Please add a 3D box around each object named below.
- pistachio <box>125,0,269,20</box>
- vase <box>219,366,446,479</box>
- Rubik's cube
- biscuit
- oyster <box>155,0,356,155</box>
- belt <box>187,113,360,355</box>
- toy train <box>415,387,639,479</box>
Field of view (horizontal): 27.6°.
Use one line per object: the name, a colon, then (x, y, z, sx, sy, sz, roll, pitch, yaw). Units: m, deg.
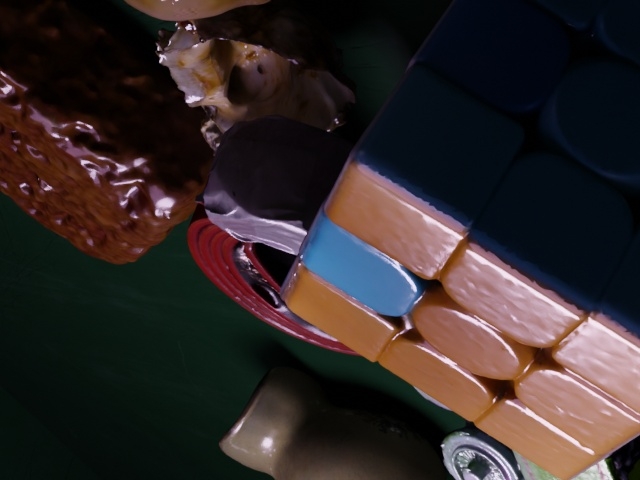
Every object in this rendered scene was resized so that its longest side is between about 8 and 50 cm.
pistachio: (-0.130, -0.304, 1.073, 0.213, 0.162, 0.260, 7, 136, 17)
vase: (0.044, 0.355, 2.001, 0.302, 0.240, 0.329, 34, -176, 29)
Rubik's cube: (0.179, -0.031, 1.023, 0.292, 0.290, 0.291, 33, 155, 4)
biscuit: (-0.311, -0.143, 1.561, 0.395, 0.166, 0.343, 39, 158, -10)
oyster: (-0.069, -0.148, 1.302, 0.198, 0.133, 0.337, 38, 160, -3)
belt: (0.000, 0.000, 1.271, 0.227, 0.115, 0.324, 5, 154, 26)
toy train: (0.234, 0.153, 1.385, 0.249, 0.173, 0.307, -2, 119, 47)
